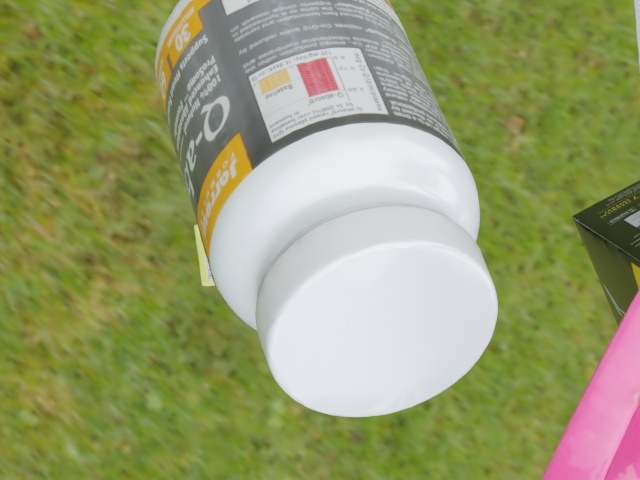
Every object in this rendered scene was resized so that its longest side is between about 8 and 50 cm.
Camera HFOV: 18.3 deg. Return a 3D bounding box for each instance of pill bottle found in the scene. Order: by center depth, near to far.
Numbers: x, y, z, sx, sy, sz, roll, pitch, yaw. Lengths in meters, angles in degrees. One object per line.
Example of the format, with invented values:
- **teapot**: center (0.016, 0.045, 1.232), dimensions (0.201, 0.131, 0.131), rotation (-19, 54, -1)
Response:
- **pill bottle**: center (0.002, -0.038, 1.175), dimensions (0.162, 0.278, 0.162), rotation (-9, 132, -10)

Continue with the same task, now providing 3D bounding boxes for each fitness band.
- **fitness band**: center (0.193, 0.042, 1.048), dimensions (0.291, 0.054, 0.209), rotation (-58, 169, -14)

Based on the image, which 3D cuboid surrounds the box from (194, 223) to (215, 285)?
- **box**: center (0.000, 0.000, 1.776), dimensions (0.232, 0.087, 0.058), rotation (-8, 90, -48)

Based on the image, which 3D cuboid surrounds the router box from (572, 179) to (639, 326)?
- **router box**: center (0.320, 0.122, 1.503), dimensions (0.081, 0.243, 0.308), rotation (-28, 110, -6)

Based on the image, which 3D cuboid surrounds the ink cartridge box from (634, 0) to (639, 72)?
- **ink cartridge box**: center (0.293, -0.157, 1.280), dimensions (0.206, 0.045, 0.208), rotation (-10, 101, -29)
